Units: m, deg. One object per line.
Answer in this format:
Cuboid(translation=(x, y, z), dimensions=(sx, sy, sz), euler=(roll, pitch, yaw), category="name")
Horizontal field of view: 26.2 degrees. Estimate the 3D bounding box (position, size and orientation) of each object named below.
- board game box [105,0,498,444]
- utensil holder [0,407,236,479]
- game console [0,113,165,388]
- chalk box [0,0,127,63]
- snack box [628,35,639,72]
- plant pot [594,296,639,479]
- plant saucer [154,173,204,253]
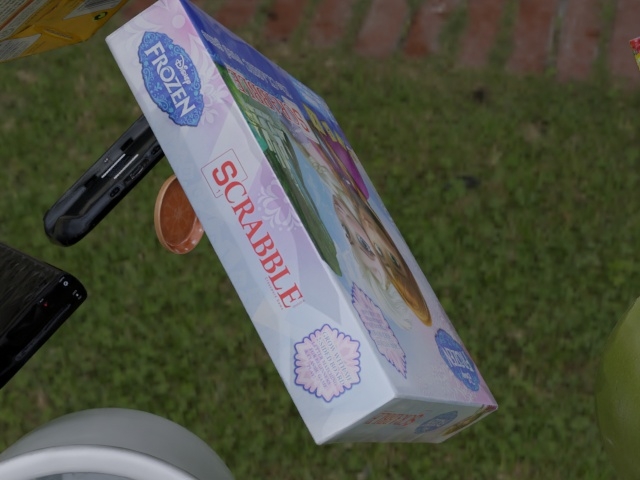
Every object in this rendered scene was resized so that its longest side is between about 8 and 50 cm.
Cuboid(translation=(0.000, 0.000, 1.032), dimensions=(0.066, 0.319, 0.318), euler=(-32, 74, 12), category="board game box")
Cuboid(translation=(-0.200, 0.323, 1.249), dimensions=(0.328, 0.327, 0.385), euler=(0, 0, -4), category="utensil holder")
Cuboid(translation=(-0.247, -0.010, 1.379), dimensions=(0.361, 0.044, 0.213), euler=(-48, 30, -15), category="game console")
Cuboid(translation=(-0.165, -0.192, 0.589), dimensions=(0.132, 0.132, 0.213), euler=(-29, 89, -46), category="chalk box")
Cuboid(translation=(0.468, -0.171, 1.692), dimensions=(0.070, 0.207, 0.174), euler=(-16, 7, 35), category="snack box")
Cuboid(translation=(0.377, 0.164, 1.166), dimensions=(0.275, 0.274, 0.293), euler=(6, 6, 9), category="plant pot")
Cuboid(translation=(-0.144, -0.028, 1.404), dimensions=(0.013, 0.083, 0.083), euler=(7, 44, 31), category="plant saucer")
